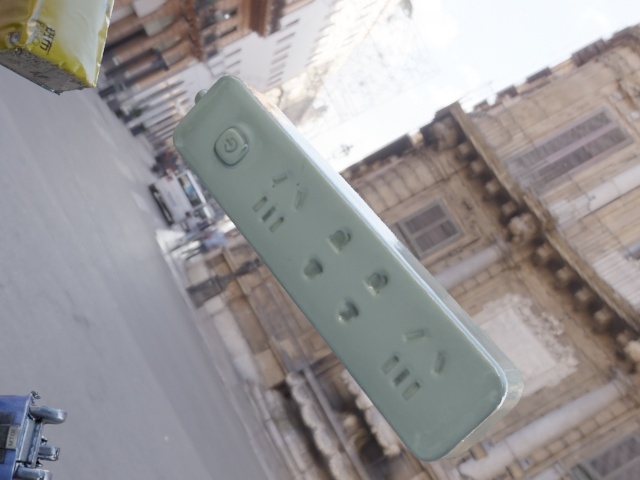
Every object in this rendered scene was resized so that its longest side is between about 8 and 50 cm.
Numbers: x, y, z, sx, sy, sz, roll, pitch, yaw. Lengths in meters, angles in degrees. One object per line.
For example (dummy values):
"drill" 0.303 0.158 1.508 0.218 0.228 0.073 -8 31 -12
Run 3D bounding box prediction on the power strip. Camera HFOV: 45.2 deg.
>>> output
"power strip" 0.000 0.000 0.618 0.385 0.091 0.062 50 13 25

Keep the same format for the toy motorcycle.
"toy motorcycle" -0.456 0.262 1.024 0.358 0.212 0.125 135 -35 -64

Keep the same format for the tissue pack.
"tissue pack" -0.322 -0.280 0.939 0.120 0.082 0.169 28 67 -55
